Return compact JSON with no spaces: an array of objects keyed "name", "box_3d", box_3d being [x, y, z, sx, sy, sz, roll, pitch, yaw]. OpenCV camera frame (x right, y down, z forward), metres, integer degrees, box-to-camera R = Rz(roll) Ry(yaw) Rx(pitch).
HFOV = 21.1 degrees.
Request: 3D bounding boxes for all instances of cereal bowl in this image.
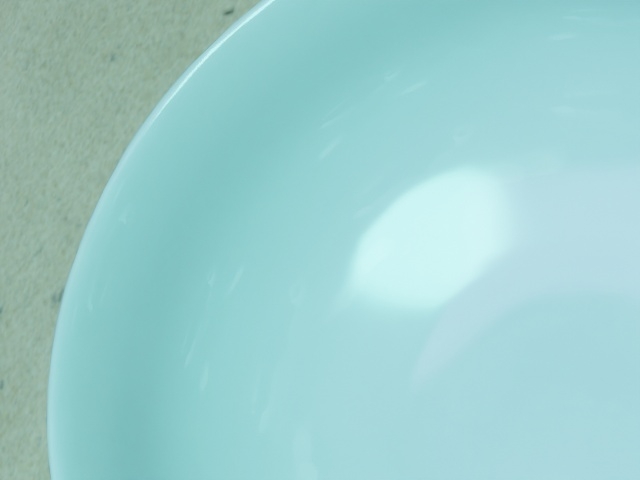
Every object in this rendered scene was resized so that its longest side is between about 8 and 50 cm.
[{"name":"cereal bowl","box_3d":[0.076,0.052,0.625,0.339,0.141,0.339,-12,62,22]}]

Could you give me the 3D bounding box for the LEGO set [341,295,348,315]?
[{"name":"LEGO set","box_3d":[0.000,0.000,0.805,0.227,0.087,0.093,-1,71,45]}]
